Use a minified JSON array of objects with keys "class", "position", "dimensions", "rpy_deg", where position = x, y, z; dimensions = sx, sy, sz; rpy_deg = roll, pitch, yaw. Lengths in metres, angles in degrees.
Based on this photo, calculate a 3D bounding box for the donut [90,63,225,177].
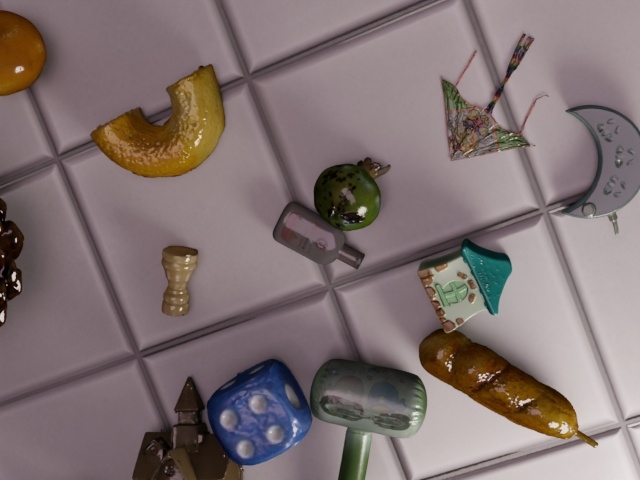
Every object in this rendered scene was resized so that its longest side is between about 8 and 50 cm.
[{"class":"donut","position":[-0.270,-0.188,1.559],"dimensions":[0.259,0.101,0.152],"rpy_deg":[-30,98,10]}]

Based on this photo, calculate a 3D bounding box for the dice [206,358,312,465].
[{"class":"dice","position":[-0.109,0.305,1.575],"dimensions":[0.146,0.143,0.146],"rpy_deg":[-27,93,14]}]

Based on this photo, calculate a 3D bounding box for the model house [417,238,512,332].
[{"class":"model house","position":[0.255,0.067,1.494],"dimensions":[0.149,0.100,0.127],"rpy_deg":[-26,94,11]}]

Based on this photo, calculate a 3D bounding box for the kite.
[{"class":"kite","position":[0.294,-0.233,1.486],"dimensions":[0.198,0.006,0.244],"rpy_deg":[34,103,4]}]

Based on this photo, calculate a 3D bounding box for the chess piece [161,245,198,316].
[{"class":"chess piece","position":[-0.260,0.076,1.611],"dimensions":[0.066,0.066,0.122],"rpy_deg":[8,105,9]}]

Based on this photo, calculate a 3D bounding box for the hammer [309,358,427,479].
[{"class":"hammer","position":[0.068,0.380,1.579],"dimensions":[0.206,0.119,0.336],"rpy_deg":[12,107,9]}]

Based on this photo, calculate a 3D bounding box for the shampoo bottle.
[{"class":"shampoo bottle","position":[0.000,0.000,1.560],"dimensions":[0.165,0.040,0.080],"rpy_deg":[29,101,6]}]

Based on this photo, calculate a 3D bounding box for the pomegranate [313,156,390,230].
[{"class":"pomegranate","position":[0.057,-0.087,1.510],"dimensions":[0.122,0.122,0.161],"rpy_deg":[41,66,2]}]

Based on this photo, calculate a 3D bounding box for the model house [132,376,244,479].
[{"class":"model house","position":[-0.250,0.376,1.619],"dimensions":[0.180,0.176,0.248],"rpy_deg":[-3,82,12]}]

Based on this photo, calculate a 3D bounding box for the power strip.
[{"class":"power strip","position":[0.469,-0.116,1.453],"dimensions":[0.137,0.044,0.216],"rpy_deg":[0,98,10]}]

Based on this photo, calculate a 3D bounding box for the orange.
[{"class":"orange","position":[-0.570,-0.329,1.565],"dimensions":[0.159,0.159,0.136],"rpy_deg":[20,145,7]}]

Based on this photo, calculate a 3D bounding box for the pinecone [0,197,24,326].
[{"class":"pinecone","position":[-0.743,0.044,1.559],"dimensions":[0.397,0.398,0.398],"rpy_deg":[2,99,10]}]

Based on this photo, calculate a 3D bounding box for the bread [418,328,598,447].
[{"class":"bread","position":[0.324,0.257,1.509],"dimensions":[0.344,0.124,0.084],"rpy_deg":[30,76,4]}]
